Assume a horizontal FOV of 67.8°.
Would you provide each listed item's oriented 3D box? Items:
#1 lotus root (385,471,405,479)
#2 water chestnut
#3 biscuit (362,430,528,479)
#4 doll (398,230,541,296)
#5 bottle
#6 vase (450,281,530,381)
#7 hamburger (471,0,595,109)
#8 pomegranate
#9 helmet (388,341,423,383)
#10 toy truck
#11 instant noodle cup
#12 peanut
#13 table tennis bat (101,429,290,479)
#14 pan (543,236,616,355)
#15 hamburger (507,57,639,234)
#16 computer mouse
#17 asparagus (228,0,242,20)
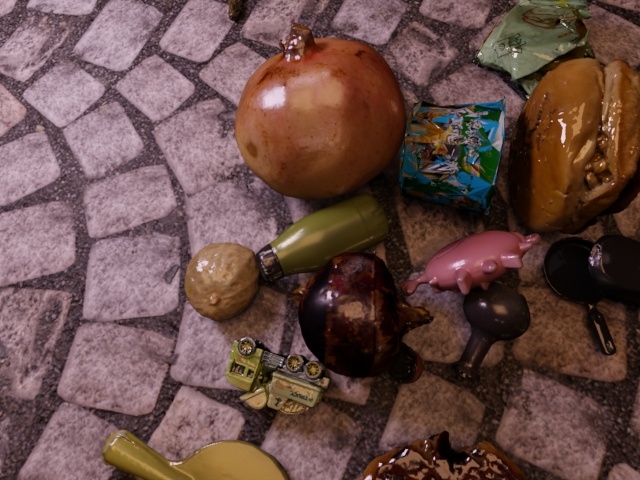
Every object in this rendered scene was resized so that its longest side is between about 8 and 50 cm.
[{"bbox_3d":[0.135,0.445,0.709,0.108,0.094,0.191,-17,62,0],"label":"lotus root"},{"bbox_3d":[0.074,0.131,0.840,0.238,0.224,0.224,-6,69,3],"label":"water chestnut"},{"bbox_3d":[0.192,0.475,0.776,0.333,0.081,0.290,-30,71,-3],"label":"biscuit"},{"bbox_3d":[0.267,0.042,0.868,0.261,0.211,0.093,-25,93,8],"label":"doll"},{"bbox_3d":[0.000,0.000,0.932,0.260,0.112,0.112,-25,70,-14],"label":"bottle"},{"bbox_3d":[0.300,0.169,0.871,0.120,0.120,0.183,28,88,13],"label":"vase"},{"bbox_3d":[0.506,-0.442,1.057,0.260,0.150,0.276,-37,72,-8],"label":"hamburger"},{"bbox_3d":[-0.005,-0.249,0.922,0.337,0.338,0.339,-1,70,3],"label":"pomegranate"},{"bbox_3d":[0.160,0.228,0.885,0.065,0.049,0.084,-51,42,18],"label":"helmet"},{"bbox_3d":[-0.081,0.256,0.874,0.191,0.085,0.116,17,76,8],"label":"toy truck"},{"bbox_3d":[0.257,-0.167,0.942,0.178,0.240,0.240,8,70,15],"label":"instant noodle cup"},{"bbox_3d":[-0.191,0.079,0.931,0.140,0.109,0.159,3,68,5],"label":"peanut"},{"bbox_3d":[-0.218,0.441,0.834,0.368,0.054,0.224,23,74,7],"label":"table tennis bat"},{"bbox_3d":[0.511,0.105,0.917,0.136,0.028,0.235,-7,66,2],"label":"pan"},{"bbox_3d":[0.458,-0.162,0.873,0.174,0.304,0.285,4,70,7],"label":"hamburger"},{"bbox_3d":[0.583,0.059,0.882,0.217,0.073,0.122,16,79,-4],"label":"computer mouse"},{"bbox_3d":[-0.214,-0.633,1.239,0.036,0.030,0.165,15,68,-20],"label":"asparagus"}]
